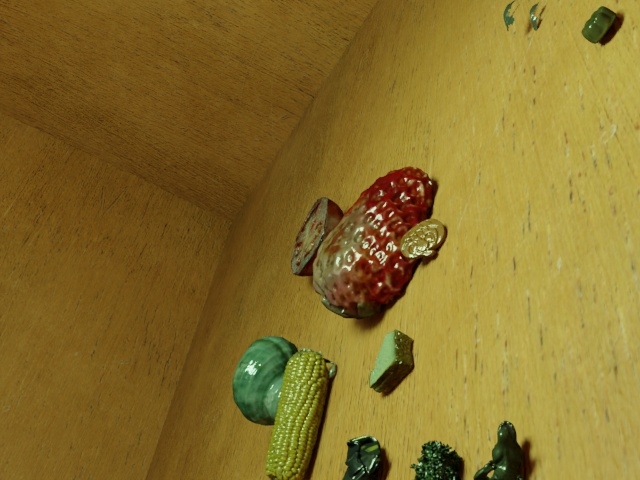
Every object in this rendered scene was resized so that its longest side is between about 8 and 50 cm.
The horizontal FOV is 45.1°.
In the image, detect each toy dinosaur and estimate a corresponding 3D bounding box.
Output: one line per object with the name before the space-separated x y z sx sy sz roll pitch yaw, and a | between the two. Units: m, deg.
toy dinosaur | 0.195 0.313 0.903 0.187 0.087 0.179 -50 -24 -6

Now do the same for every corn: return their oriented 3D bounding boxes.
corn | -0.043 0.356 1.542 0.106 0.106 0.293 -47 24 50

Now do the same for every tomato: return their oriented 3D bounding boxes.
tomato | 0.002 0.001 2.021 0.225 0.085 0.225 -54 20 31

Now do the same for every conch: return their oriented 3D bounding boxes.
conch | -0.112 0.321 1.721 0.277 0.195 0.220 30 125 54

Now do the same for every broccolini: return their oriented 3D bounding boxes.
broccolini | 0.119 0.355 1.018 0.201 0.058 0.074 -59 8 18

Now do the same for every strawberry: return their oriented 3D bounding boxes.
strawberry | 0.097 -0.007 1.554 0.336 0.149 0.265 -65 12 -6

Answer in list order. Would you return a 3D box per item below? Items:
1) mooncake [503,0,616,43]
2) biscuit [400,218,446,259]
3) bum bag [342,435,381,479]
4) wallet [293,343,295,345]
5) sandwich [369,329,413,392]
mooncake | 0.403 -0.374 1.303 0.150 0.057 0.347 -53 19 -8
biscuit | 0.187 0.000 1.404 0.091 0.015 0.078 -37 43 14
bum bag | 0.039 0.415 1.199 0.107 0.060 0.233 128 166 -69
wallet | -0.111 0.336 1.954 0.166 0.030 0.111 -43 20 52
sandwich | 0.119 0.208 1.322 0.105 0.035 0.093 -57 17 33
